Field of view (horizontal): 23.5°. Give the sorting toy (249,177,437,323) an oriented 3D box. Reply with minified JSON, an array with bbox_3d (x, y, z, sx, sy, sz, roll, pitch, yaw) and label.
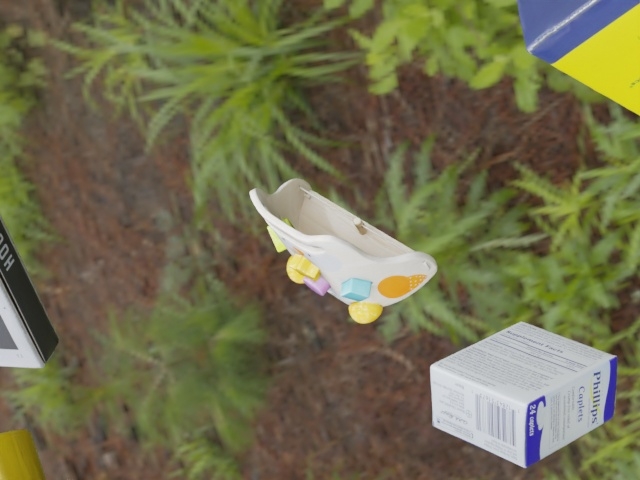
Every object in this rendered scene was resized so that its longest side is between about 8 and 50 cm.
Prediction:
[{"bbox_3d":[0.000,0.000,0.710,0.083,0.075,0.045,32,87,29],"label":"sorting toy"}]

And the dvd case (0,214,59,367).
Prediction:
[{"bbox_3d":[-0.251,-0.029,0.776,0.179,0.030,0.239,1,132,21],"label":"dvd case"}]

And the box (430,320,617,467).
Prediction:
[{"bbox_3d":[0.197,0.147,1.492,0.126,0.137,0.072,20,122,45],"label":"box"}]

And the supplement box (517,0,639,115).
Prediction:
[{"bbox_3d":[0.324,-0.195,1.134,0.195,0.356,0.194,-35,48,37],"label":"supplement box"}]

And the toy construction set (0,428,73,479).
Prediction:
[{"bbox_3d":[-0.163,0.138,0.556,0.309,0.257,0.237,-37,78,54],"label":"toy construction set"}]
